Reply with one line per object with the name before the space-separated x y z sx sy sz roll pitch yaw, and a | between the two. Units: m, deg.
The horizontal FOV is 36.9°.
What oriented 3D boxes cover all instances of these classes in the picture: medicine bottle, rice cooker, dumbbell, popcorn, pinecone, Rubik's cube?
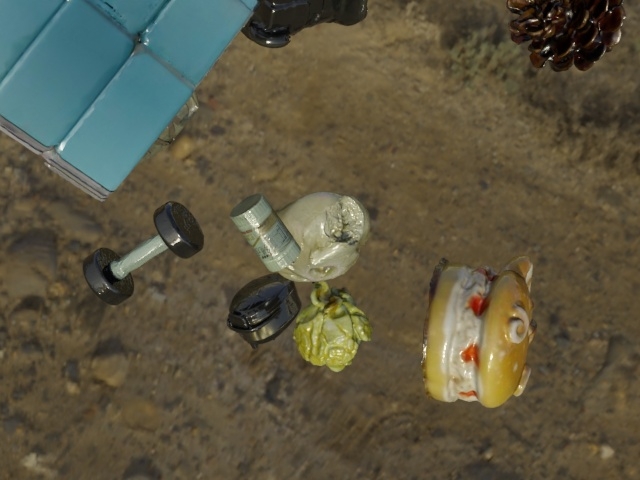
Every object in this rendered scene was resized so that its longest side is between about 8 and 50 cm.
medicine bottle | -0.063 -0.009 1.103 0.083 0.047 0.047 55 40 -23
rice cooker | -0.112 0.137 1.935 0.112 0.106 0.165 9 49 43
dumbbell | -0.295 0.021 1.596 0.100 0.191 0.100 51 15 -20
popcorn | 0.018 0.159 1.705 0.136 0.162 0.141 -27 45 -5
pinecone | 0.275 -0.260 1.095 0.121 0.140 0.140 5 48 -36
Rubik's cube | -0.235 -0.214 0.836 0.225 0.231 0.221 37 2 -43

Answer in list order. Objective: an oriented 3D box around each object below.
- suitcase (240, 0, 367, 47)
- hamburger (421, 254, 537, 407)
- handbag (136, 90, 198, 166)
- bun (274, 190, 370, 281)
suitcase | -0.068 -0.432 1.065 0.188 0.345 0.339 -25 55 -32
hamburger | 0.305 0.160 1.769 0.187 0.260 0.302 3 37 17
handbag | -0.336 -0.233 1.882 0.117 0.270 0.182 46 -2 -17
bun | 0.000 0.000 1.597 0.179 0.193 0.127 2 68 -29
